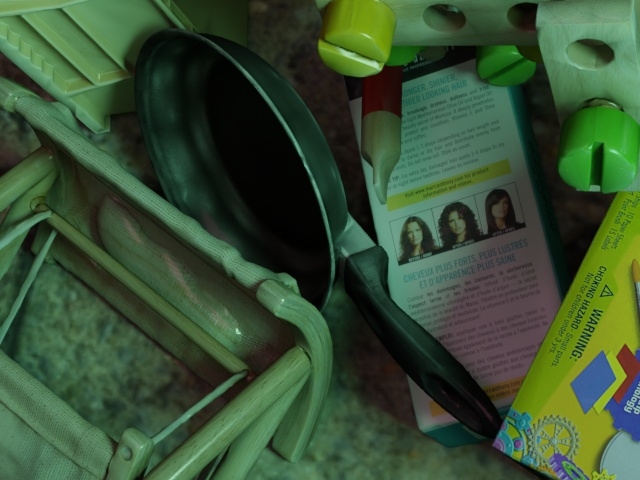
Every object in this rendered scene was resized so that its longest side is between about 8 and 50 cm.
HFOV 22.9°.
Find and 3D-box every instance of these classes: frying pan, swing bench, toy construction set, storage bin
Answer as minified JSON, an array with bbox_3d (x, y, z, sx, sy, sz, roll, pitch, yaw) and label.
[{"bbox_3d":[-0.008,-0.026,0.908,0.053,0.197,0.326,-30,30,-27],"label":"frying pan"},{"bbox_3d":[-0.155,0.081,0.963,0.253,0.165,0.254,37,84,28],"label":"swing bench"},{"bbox_3d":[0.077,-0.107,0.775,0.257,0.309,0.237,8,62,-8],"label":"toy construction set"},{"bbox_3d":[-0.139,-0.242,1.006,0.123,0.260,0.262,-5,71,17],"label":"storage bin"}]

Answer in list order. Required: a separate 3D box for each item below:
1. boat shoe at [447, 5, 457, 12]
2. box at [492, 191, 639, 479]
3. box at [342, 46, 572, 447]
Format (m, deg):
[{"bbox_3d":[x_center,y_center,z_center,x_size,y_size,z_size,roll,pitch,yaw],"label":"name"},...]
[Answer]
[{"bbox_3d":[0.073,-0.215,1.018,0.066,0.063,0.184,20,81,26],"label":"boat shoe"},{"bbox_3d":[0.287,0.047,0.782,0.279,0.177,0.290,24,83,26],"label":"box"},{"bbox_3d":[0.088,-0.008,0.945,0.100,0.060,0.244,-17,67,15],"label":"box"}]
